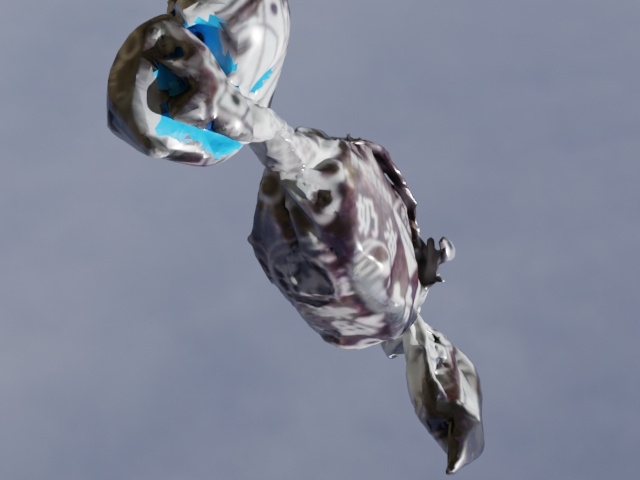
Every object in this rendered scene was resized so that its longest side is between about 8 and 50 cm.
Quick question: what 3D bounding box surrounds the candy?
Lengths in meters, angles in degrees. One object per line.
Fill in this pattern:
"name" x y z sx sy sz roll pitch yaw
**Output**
"candy" 0.000 0.000 0.627 0.051 0.226 0.094 -13 -128 25
